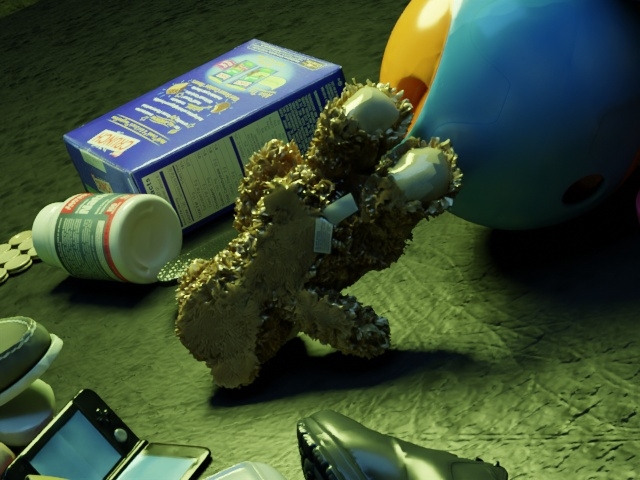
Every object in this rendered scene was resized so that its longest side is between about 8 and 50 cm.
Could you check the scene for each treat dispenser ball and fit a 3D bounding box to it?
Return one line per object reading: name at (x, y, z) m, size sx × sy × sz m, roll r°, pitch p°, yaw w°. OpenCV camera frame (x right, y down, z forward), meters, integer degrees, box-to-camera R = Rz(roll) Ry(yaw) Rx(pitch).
treat dispenser ball at (0.204, -0.154, 1.582) m, size 0.288 × 0.288 × 0.288 m, roll -17°, pitch 24°, yaw 8°

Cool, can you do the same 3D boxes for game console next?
game console at (-0.193, 0.203, 1.396) m, size 0.085 × 0.124 × 0.144 m, roll -36°, pitch 9°, yaw 41°

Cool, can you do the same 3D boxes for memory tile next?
memory tile at (-0.400, 0.016, 2.052) m, size 0.148 × 0.012 × 0.113 m, roll -32°, pitch 26°, yaw -23°

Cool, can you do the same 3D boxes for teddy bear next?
teddy bear at (0.000, 0.000, 1.521) m, size 0.245 × 0.338 × 0.113 m, roll 31°, pitch 11°, yaw 24°

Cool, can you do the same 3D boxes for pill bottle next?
pill bottle at (-0.264, -0.004, 1.866) m, size 0.180 × 0.108 × 0.108 m, roll 2°, pitch 32°, yaw 42°

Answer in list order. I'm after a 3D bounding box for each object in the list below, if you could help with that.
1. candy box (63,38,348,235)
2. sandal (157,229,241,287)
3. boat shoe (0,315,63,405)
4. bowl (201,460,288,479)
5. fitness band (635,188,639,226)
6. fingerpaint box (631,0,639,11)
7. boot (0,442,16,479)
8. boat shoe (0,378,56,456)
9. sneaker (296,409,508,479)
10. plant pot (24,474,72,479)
candy box at (-0.146, -0.136, 2.040) m, size 0.317 × 0.122 × 0.268 m, roll -28°, pitch 25°, yaw -18°
sandal at (-0.124, 0.029, 1.779) m, size 0.067 × 0.040 × 0.179 m, roll -1°, pitch 15°, yaw 27°
boat shoe at (-0.388, 0.124, 1.533) m, size 0.305 × 0.091 × 0.109 m, roll -16°, pitch 26°, yaw 33°
bowl at (-0.077, 0.237, 1.262) m, size 0.142 × 0.053 × 0.142 m, roll -23°, pitch 24°, yaw -10°
fitness band at (0.433, -0.065, 1.510) m, size 0.209 × 0.054 × 0.291 m, roll -2°, pitch 29°, yaw 42°
fingerpaint box at (0.399, -0.305, 1.565) m, size 0.371 × 0.444 × 0.163 m, roll 23°, pitch 84°, yaw 57°
boot at (-0.400, 0.266, 1.422) m, size 0.248 × 0.090 × 0.207 m, roll -11°, pitch 33°, yaw 55°
boat shoe at (-0.312, 0.179, 1.555) m, size 0.077 × 0.070 × 0.219 m, roll -21°, pitch 18°, yaw -21°
sneaker at (0.079, 0.206, 1.165) m, size 0.130 × 0.109 × 0.286 m, roll -23°, pitch 32°, yaw -21°
plant pot at (-0.187, 0.254, 1.245) m, size 0.095 × 0.134 × 0.134 m, roll -2°, pitch 18°, yaw -18°
